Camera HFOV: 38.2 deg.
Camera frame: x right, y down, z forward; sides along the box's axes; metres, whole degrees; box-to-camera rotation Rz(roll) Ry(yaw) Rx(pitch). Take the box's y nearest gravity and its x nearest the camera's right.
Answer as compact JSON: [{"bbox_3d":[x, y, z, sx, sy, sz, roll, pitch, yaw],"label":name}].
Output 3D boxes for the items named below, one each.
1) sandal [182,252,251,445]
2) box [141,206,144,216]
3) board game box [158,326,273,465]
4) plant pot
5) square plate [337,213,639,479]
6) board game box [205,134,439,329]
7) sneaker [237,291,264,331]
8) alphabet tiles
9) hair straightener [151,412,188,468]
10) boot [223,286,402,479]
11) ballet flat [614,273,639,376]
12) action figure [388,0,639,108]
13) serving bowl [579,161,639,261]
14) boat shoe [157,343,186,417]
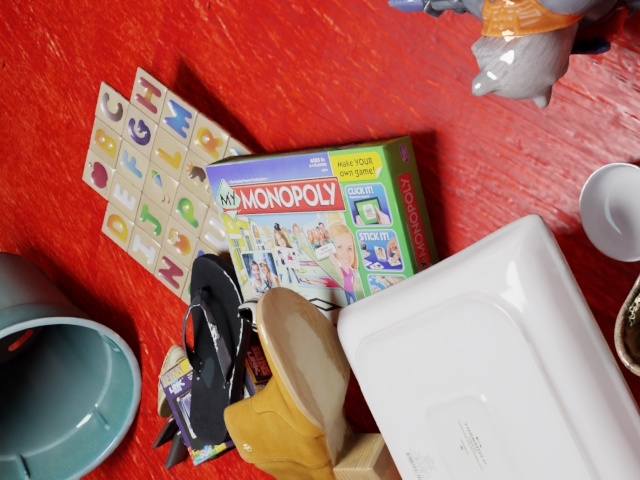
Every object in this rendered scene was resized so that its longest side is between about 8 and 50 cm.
[{"bbox_3d":[-0.141,0.145,1.204,0.097,0.054,0.255,3,95,38],"label":"sandal"},{"bbox_3d":[-0.249,-0.067,1.350,0.059,0.054,0.169,47,132,31],"label":"box"},{"bbox_3d":[-0.135,0.213,1.272,0.170,0.048,0.141,-35,72,35],"label":"board game box"},{"bbox_3d":[-0.528,0.199,1.571,0.334,0.341,0.341,40,129,47],"label":"plant pot"},{"bbox_3d":[0.158,0.188,0.868,0.344,0.049,0.347,-33,80,55],"label":"square plate"},{"bbox_3d":[0.000,0.000,1.053,0.317,0.046,0.214,0,110,50],"label":"board game box"},{"bbox_3d":[-0.056,0.104,1.104,0.109,0.043,0.040,31,129,34],"label":"sneaker"},{"bbox_3d":[-0.198,-0.058,1.261,0.342,0.011,0.285,38,129,20],"label":"alphabet tiles"},{"bbox_3d":[-0.186,0.282,1.393,0.089,0.047,0.230,51,130,20],"label":"hair straightener"},{"bbox_3d":[-0.049,0.189,1.079,0.211,0.104,0.295,-12,118,43],"label":"boot"},{"bbox_3d":[0.302,-0.018,0.661,0.107,0.106,0.316,39,128,37],"label":"ballet flat"},{"bbox_3d":[0.142,-0.270,0.734,0.341,0.178,0.331,-1,91,48],"label":"action figure"},{"bbox_3d":[0.259,-0.025,0.772,0.083,0.027,0.083,18,113,47],"label":"serving bowl"},{"bbox_3d":[-0.223,0.214,1.409,0.045,0.050,0.135,54,134,40],"label":"boat shoe"}]
